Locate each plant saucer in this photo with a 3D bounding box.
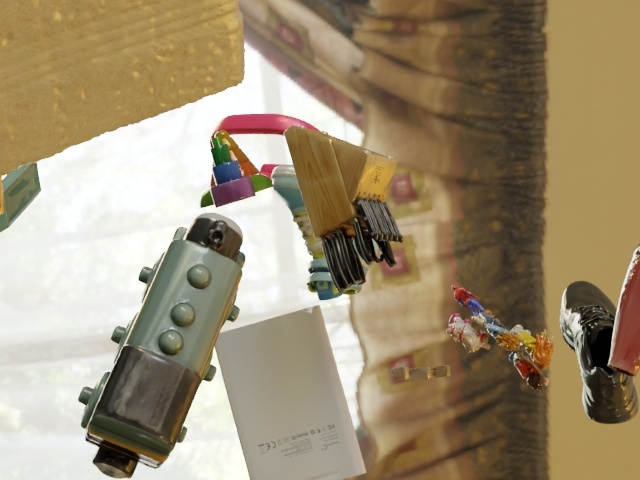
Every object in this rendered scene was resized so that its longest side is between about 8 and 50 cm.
[{"bbox_3d":[-0.458,-0.074,1.540,0.192,0.018,0.067,-86,173,-70],"label":"plant saucer"}]

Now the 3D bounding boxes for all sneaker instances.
[{"bbox_3d":[0.000,0.000,2.063,0.127,0.319,0.208,-9,-127,47],"label":"sneaker"},{"bbox_3d":[0.458,0.156,1.660,0.286,0.109,0.130,-95,172,-50],"label":"sneaker"}]

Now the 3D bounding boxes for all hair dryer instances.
[{"bbox_3d":[0.480,0.082,1.278,0.223,0.293,0.080,65,-14,-1],"label":"hair dryer"}]

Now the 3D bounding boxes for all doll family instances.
[{"bbox_3d":[0.394,0.207,2.113,0.118,0.263,0.163,-58,-167,9],"label":"doll family"}]

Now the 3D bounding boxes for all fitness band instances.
[{"bbox_3d":[-0.105,-0.199,2.227,0.209,0.291,0.054,56,45,-46],"label":"fitness band"}]

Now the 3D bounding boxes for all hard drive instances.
[{"bbox_3d":[-0.059,0.301,1.883,0.040,0.210,0.318,59,15,-83],"label":"hard drive"}]

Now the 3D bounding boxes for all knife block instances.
[{"bbox_3d":[0.026,-0.051,1.765,0.276,0.088,0.242,26,-78,39],"label":"knife block"}]

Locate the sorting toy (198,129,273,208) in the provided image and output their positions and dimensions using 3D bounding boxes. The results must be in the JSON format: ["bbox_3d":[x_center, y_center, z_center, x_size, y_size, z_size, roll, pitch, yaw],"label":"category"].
[{"bbox_3d":[-0.155,-0.127,1.692,0.365,0.127,0.126,-127,-159,-85],"label":"sorting toy"}]

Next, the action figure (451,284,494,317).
[{"bbox_3d":[0.332,0.139,2.240,0.115,0.030,0.038,44,-58,19],"label":"action figure"}]

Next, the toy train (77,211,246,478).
[{"bbox_3d":[-0.181,0.122,1.225,0.334,0.142,0.190,-68,-171,-27],"label":"toy train"}]

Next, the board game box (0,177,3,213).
[{"bbox_3d":[-0.395,-0.096,1.078,0.259,0.039,0.124,10,-76,53],"label":"board game box"}]

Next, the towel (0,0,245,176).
[{"bbox_3d":[-0.194,-0.178,0.896,0.049,0.282,0.187,46,-31,37],"label":"towel"}]

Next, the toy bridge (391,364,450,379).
[{"bbox_3d":[0.201,0.277,2.119,0.063,0.188,0.026,-12,-102,35],"label":"toy bridge"}]
